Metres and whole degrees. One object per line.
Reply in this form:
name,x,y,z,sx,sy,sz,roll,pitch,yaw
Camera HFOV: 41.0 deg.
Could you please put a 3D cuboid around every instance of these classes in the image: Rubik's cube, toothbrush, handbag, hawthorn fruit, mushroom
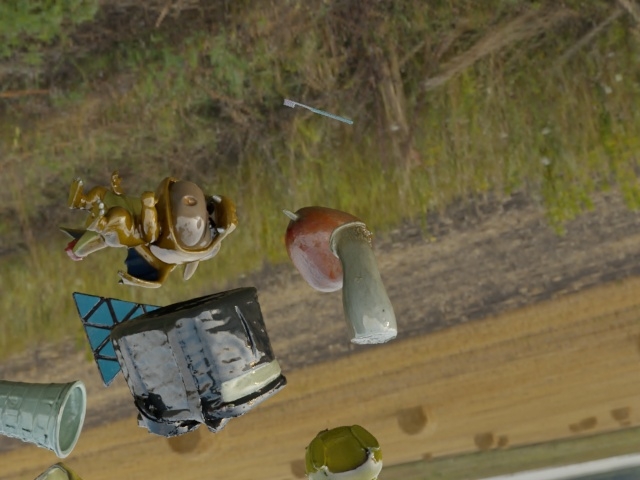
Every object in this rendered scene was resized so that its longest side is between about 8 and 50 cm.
Rubik's cube,-0.434,0.242,1.820,0.211,0.178,0.190,9,143,-5
toothbrush,-0.005,-0.292,1.957,0.167,0.014,0.011,19,179,5
handbag,-0.174,0.178,1.253,0.254,0.181,0.181,-15,-176,40
hawthorn fruit,0.000,0.000,2.031,0.251,0.199,0.199,40,137,-22
mushroom,0.065,0.064,1.405,0.081,0.223,0.092,-13,148,0

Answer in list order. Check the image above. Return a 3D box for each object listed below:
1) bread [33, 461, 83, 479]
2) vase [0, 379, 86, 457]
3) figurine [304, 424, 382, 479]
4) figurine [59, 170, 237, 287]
bread,-0.308,0.372,0.887,0.240,0.178,0.135,-51,178,3
vase,-0.598,0.304,1.571,0.299,0.143,0.143,8,162,4
figurine,0.041,0.538,1.808,0.218,0.327,0.169,-13,-156,-12
figurine,-0.446,-0.036,2.167,0.387,0.268,0.401,8,-177,-41
